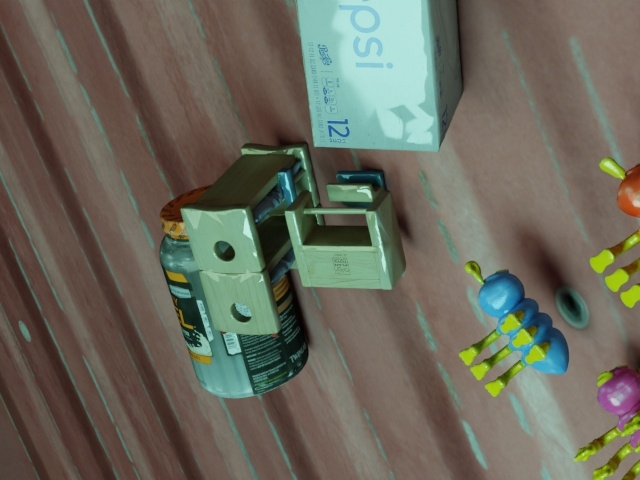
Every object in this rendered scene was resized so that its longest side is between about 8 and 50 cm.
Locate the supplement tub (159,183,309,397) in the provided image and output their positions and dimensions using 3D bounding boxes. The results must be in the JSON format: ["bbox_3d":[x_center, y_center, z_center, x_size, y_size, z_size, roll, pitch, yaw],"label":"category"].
[{"bbox_3d":[-0.087,0.047,1.545,0.117,0.117,0.190,18,129,54],"label":"supplement tub"}]

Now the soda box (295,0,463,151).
[{"bbox_3d":[0.037,-0.205,1.095,0.098,0.091,0.286,3,124,17],"label":"soda box"}]

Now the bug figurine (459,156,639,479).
[{"bbox_3d":[0.214,0.064,1.085,0.216,0.072,0.279,54,147,4],"label":"bug figurine"}]

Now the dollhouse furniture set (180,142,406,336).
[{"bbox_3d":[0.000,0.000,1.385,0.184,0.129,0.128,1,120,27],"label":"dollhouse furniture set"}]
